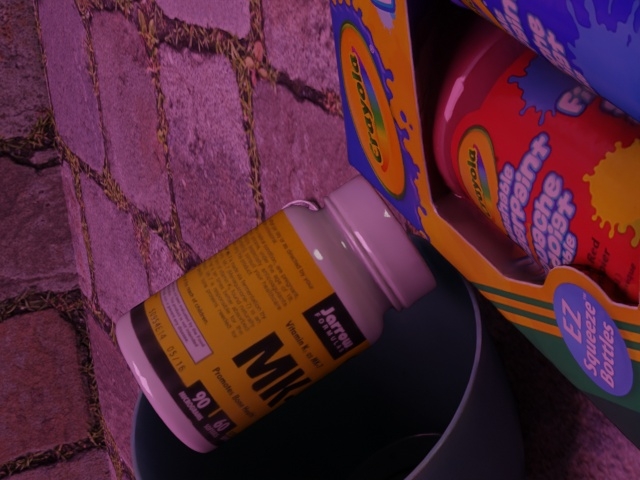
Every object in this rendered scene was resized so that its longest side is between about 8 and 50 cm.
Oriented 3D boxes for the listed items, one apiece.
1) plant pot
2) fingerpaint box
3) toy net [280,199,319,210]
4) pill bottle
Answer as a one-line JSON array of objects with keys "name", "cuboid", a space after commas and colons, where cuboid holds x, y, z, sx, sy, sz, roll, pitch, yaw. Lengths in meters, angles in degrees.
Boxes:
[{"name": "plant pot", "cuboid": [0.033, 0.174, 0.952, 0.293, 0.293, 0.235, 43, 170, 51]}, {"name": "fingerpaint box", "cuboid": [0.141, -0.153, 0.582, 0.371, 0.163, 0.444, 49, 155, 45]}, {"name": "toy net", "cuboid": [0.000, 0.000, 1.209, 0.232, 0.045, 0.122, 35, 135, 56]}, {"name": "pill bottle", "cuboid": [-0.030, 0.049, 0.842, 0.119, 0.208, 0.119, 56, -179, -1]}]
